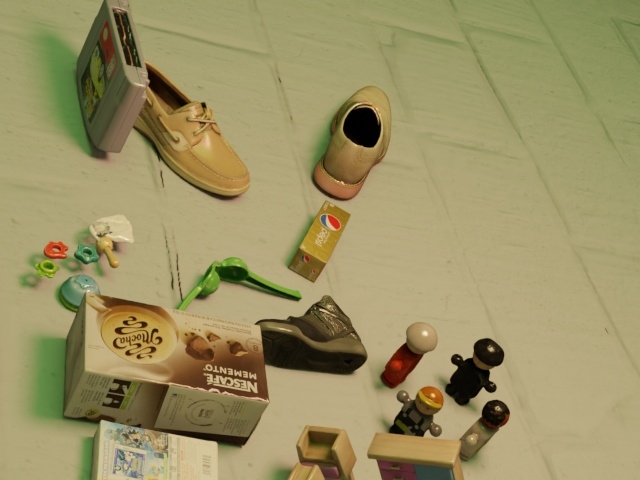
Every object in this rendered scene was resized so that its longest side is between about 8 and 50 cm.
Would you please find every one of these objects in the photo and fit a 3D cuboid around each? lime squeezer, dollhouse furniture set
[{"bbox_3d":[-0.175,0.089,2.105,0.310,0.059,0.110,-13,85,-44],"label":"lime squeezer"},{"bbox_3d":[0.072,0.459,1.745,0.286,0.198,0.303,2,36,24],"label":"dollhouse furniture set"}]

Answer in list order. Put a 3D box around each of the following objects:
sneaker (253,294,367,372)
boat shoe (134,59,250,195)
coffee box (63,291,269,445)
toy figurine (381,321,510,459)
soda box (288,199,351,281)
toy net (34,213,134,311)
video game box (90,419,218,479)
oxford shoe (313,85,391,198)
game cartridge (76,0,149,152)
[{"bbox_3d":[-0.032,0.156,2.086,0.227,0.087,0.130,10,40,-29],"label":"sneaker"},{"bbox_3d":[-0.265,-0.221,2.333,0.341,0.110,0.121,40,38,13],"label":"boat shoe"},{"bbox_3d":[-0.242,0.203,1.861,0.297,0.119,0.168,14,39,-21],"label":"coffee box"},{"bbox_3d":[0.225,0.262,2.082,0.213,0.148,0.209,18,39,-17],"label":"toy figurine"},{"bbox_3d":[0.000,0.000,2.304,0.061,0.058,0.181,30,38,-1],"label":"soda box"},{"bbox_3d":[-0.399,0.024,2.025,0.122,0.045,0.232,26,36,-2],"label":"toy net"},{"bbox_3d":[-0.242,0.370,1.730,0.187,0.048,0.205,17,39,-20],"label":"video game box"},{"bbox_3d":[0.101,-0.246,2.577,0.140,0.146,0.397,25,37,-6],"label":"oxford shoe"},{"bbox_3d":[-0.405,-0.316,2.277,0.060,0.196,0.294,6,42,-28],"label":"game cartridge"}]
